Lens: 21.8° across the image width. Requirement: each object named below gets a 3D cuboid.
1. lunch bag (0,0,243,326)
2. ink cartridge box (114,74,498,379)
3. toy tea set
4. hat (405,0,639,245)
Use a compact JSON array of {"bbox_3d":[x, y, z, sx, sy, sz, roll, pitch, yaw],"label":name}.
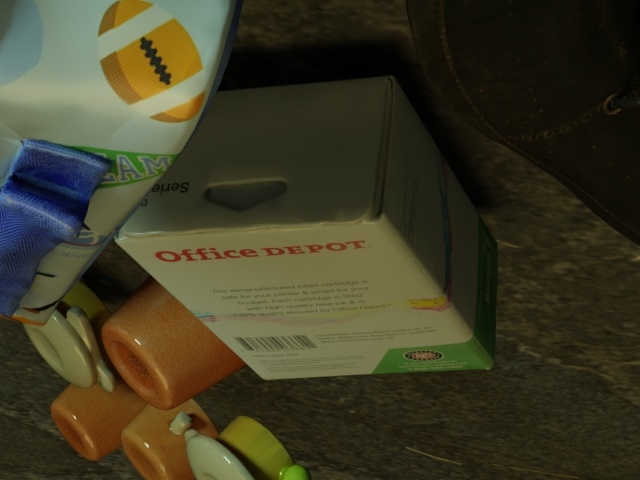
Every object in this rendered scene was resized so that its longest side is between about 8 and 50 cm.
[{"bbox_3d":[-0.102,-0.098,0.622,0.115,0.243,0.303,16,157,-14],"label":"lunch bag"},{"bbox_3d":[0.000,0.000,0.943,0.154,0.093,0.212,-4,155,21],"label":"ink cartridge box"},{"bbox_3d":[-0.109,0.089,1.234,0.336,0.124,0.200,7,130,57],"label":"toy tea set"},{"bbox_3d":[0.191,-0.121,0.577,0.331,0.134,0.331,3,149,2],"label":"hat"}]
